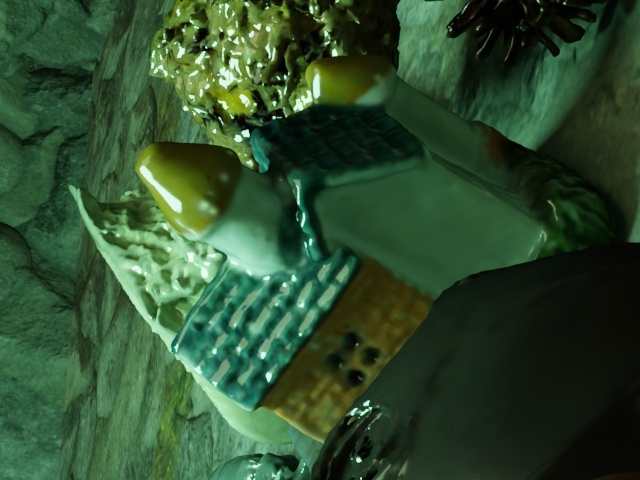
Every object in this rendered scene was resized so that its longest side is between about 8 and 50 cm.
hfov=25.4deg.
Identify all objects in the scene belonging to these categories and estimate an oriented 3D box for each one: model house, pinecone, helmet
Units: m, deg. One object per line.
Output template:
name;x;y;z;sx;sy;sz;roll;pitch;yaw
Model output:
model house;0.000;0.000;0.944;0.271;0.301;0.190;-53;28;10
pinecone;0.133;-0.202;0.985;0.163;0.163;0.165;140;127;-62
helmet;0.135;0.130;0.642;0.177;0.225;0.305;-24;32;52

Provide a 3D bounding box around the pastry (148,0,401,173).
pastry;-0.037;-0.166;1.083;0.275;0.192;0.275;-178;90;-89

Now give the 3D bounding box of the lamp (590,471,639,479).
lamp;0.107;0.219;0.419;0.257;0.303;0.303;45;-133;-62

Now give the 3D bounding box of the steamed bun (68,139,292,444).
steamed bun;-0.029;0.011;1.257;0.272;0.273;0.290;-32;30;1

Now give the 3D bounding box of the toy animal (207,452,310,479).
toy animal;-0.055;0.267;1.371;0.269;0.082;0.137;140;137;-64
